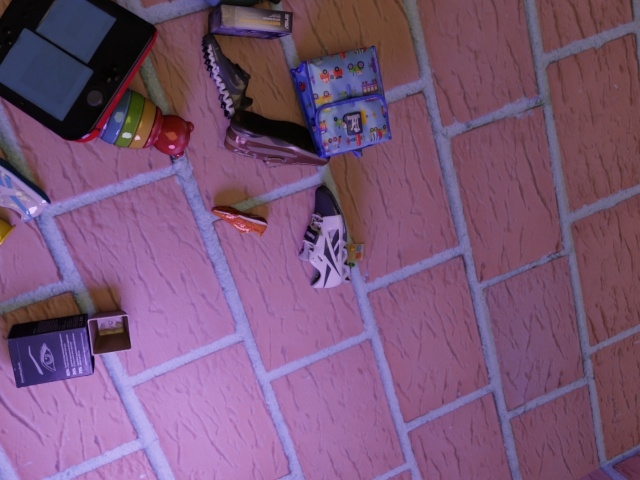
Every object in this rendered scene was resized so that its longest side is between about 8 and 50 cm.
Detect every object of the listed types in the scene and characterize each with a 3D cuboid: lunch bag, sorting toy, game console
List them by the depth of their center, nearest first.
[{"bbox_3d":[-0.624,-0.453,1.542,0.387,0.060,0.342,33,94,12],"label":"game console"},{"bbox_3d":[0.068,-0.379,1.826,0.221,0.138,0.293,-17,99,-16],"label":"lunch bag"},{"bbox_3d":[0.113,0.051,2.055,0.062,0.012,0.083,-2,105,-18],"label":"sorting toy"}]

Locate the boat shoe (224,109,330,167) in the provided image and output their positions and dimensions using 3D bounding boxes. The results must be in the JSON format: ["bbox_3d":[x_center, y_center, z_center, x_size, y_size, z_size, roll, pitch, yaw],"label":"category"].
[{"bbox_3d":[-0.129,-0.274,1.842,0.324,0.122,0.120,15,132,-30],"label":"boat shoe"}]

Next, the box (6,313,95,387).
[{"bbox_3d":[-0.751,0.306,1.789,0.207,0.108,0.153,-6,107,-16],"label":"box"}]

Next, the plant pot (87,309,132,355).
[{"bbox_3d":[-0.602,0.254,1.830,0.109,0.096,0.109,-6,106,-16],"label":"plant pot"}]

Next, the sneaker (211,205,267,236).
[{"bbox_3d":[-0.242,-0.054,1.884,0.175,0.064,0.067,21,107,-19],"label":"sneaker"}]

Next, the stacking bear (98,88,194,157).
[{"bbox_3d":[-0.485,-0.312,1.687,0.289,0.164,0.175,17,99,-26],"label":"stacking bear"}]

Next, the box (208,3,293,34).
[{"bbox_3d":[-0.188,-0.566,1.667,0.183,0.231,0.056,-1,103,-18],"label":"box"}]

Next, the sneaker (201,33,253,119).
[{"bbox_3d":[-0.252,-0.461,1.762,0.106,0.078,0.234,-24,115,-14],"label":"sneaker"}]

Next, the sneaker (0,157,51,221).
[{"bbox_3d":[-0.820,-0.145,1.655,0.092,0.087,0.228,-45,111,0],"label":"sneaker"}]

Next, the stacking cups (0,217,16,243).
[{"bbox_3d":[-0.950,-0.093,1.634,0.316,0.096,0.096,38,91,-18],"label":"stacking cups"}]

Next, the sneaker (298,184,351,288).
[{"bbox_3d":[0.000,0.000,1.945,0.146,0.122,0.330,-14,108,-16],"label":"sneaker"}]

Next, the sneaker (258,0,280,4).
[{"bbox_3d":[-0.133,-0.716,1.741,0.089,0.051,0.170,20,101,-27],"label":"sneaker"}]

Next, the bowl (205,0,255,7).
[{"bbox_3d":[-0.227,-0.714,1.618,0.312,0.163,0.311,3,76,-11],"label":"bowl"}]
